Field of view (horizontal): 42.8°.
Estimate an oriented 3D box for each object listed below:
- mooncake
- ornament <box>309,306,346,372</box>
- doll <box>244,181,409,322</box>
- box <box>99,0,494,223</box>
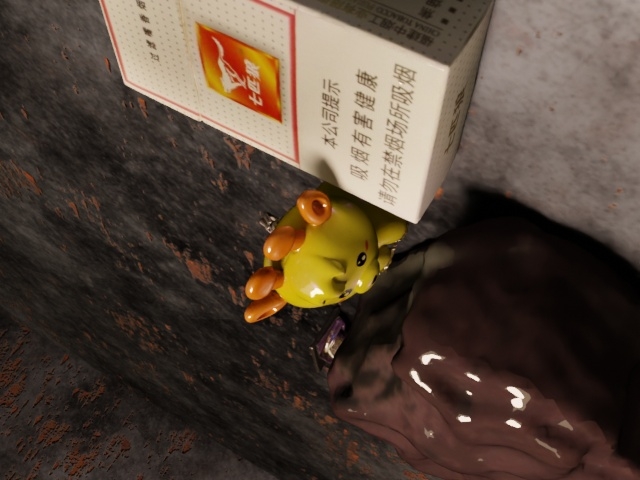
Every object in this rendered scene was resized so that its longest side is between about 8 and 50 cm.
[{"bbox_3d":[0.189,0.153,0.888,0.350,0.212,0.381,25,156,2],"label":"mooncake"},{"bbox_3d":[0.090,0.186,1.180,0.203,0.088,0.081,24,154,14],"label":"ornament"},{"bbox_3d":[0.000,0.000,0.795,0.135,0.221,0.143,37,117,18],"label":"doll"},{"bbox_3d":[-0.034,-0.167,0.700,0.330,0.095,0.210,28,153,15],"label":"box"}]
